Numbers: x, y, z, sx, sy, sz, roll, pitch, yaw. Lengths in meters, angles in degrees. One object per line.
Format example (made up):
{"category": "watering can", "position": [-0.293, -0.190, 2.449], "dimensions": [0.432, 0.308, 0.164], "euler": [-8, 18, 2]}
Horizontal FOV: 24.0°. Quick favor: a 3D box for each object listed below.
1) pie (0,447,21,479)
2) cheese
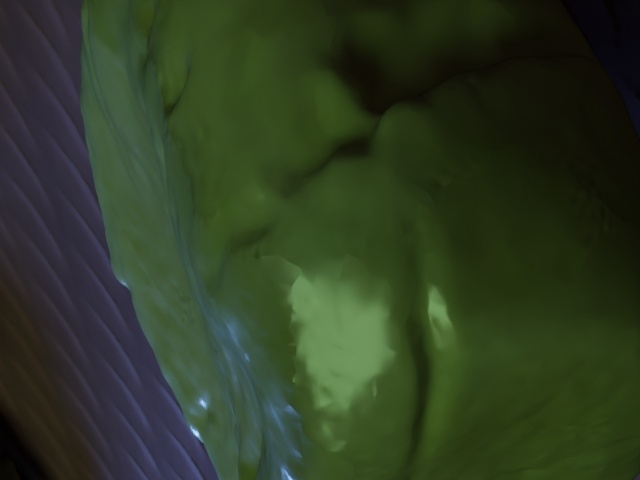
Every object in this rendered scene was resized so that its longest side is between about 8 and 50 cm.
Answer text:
{"category": "pie", "position": [-0.287, 0.147, 0.872], "dimensions": [0.339, 0.083, 0.339], "euler": [23, 135, 26]}
{"category": "cheese", "position": [0.000, 0.000, 0.433], "dimensions": [0.214, 0.117, 0.226], "euler": [60, 156, 29]}
